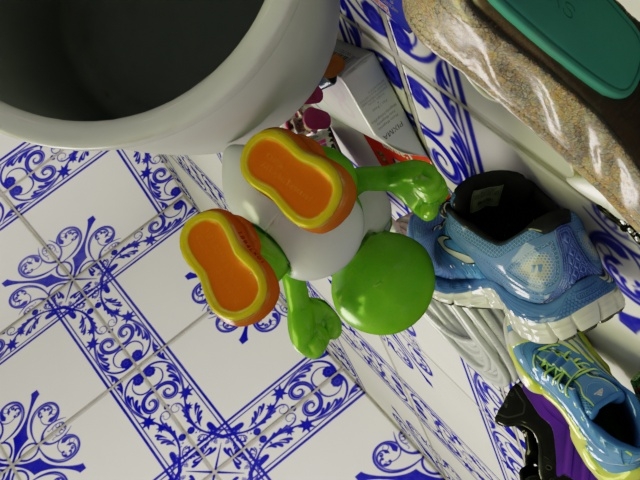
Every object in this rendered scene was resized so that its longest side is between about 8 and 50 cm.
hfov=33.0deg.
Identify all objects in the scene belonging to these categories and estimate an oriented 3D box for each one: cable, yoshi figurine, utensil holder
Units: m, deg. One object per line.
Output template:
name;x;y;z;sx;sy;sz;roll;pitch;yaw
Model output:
cable;0.183;0.068;1.384;0.257;0.089;0.257;48;170;25
yoshi figurine;0.024;0.013;1.024;0.362;0.203;0.203;5;-96;-72
utensil holder;-0.145;-0.233;0.932;0.328;0.327;0.385;52;-173;3

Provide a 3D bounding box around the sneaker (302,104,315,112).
sneaker;-0.103;-0.256;1.453;0.152;0.114;0.305;43;166;39

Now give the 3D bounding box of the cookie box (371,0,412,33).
cookie box;0.058;-0.249;0.949;0.092;0.040;0.107;47;169;27

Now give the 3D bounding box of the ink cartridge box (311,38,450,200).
ink cartridge box;0.052;-0.143;1.330;0.189;0.066;0.232;36;157;57

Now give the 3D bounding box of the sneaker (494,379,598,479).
sneaker;0.329;0.299;1.361;0.293;0.146;0.102;52;170;5

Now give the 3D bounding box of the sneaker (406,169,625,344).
sneaker;0.180;-0.010;1.098;0.330;0.129;0.147;20;133;66

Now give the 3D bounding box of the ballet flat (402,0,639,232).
ballet flat;0.175;-0.081;0.663;0.316;0.108;0.106;40;155;-18

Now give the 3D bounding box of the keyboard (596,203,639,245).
keyboard;0.265;-0.016;0.890;0.180;0.023;0.108;52;171;3

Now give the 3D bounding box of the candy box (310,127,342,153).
candy box;0.018;-0.056;1.485;0.233;0.071;0.159;-98;-17;-75

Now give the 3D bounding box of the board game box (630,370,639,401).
board game box;0.416;0.254;1.150;0.136;0.030;0.260;36;161;53

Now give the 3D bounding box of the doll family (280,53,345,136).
doll family;-0.045;-0.216;1.228;0.163;0.118;0.263;-13;94;56

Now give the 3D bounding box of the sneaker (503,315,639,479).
sneaker;0.286;0.149;1.170;0.240;0.091;0.126;55;169;23
